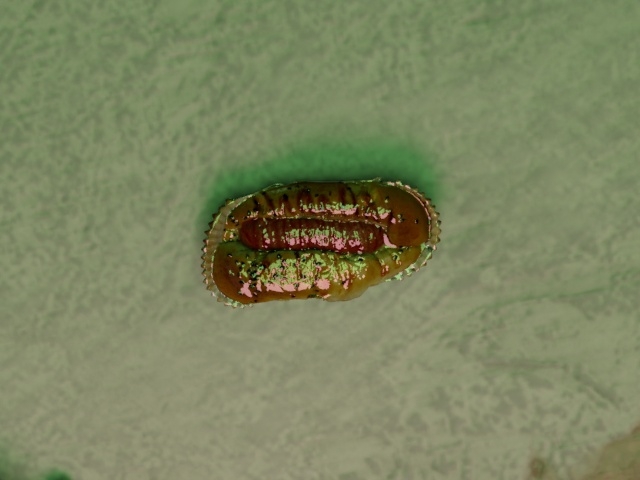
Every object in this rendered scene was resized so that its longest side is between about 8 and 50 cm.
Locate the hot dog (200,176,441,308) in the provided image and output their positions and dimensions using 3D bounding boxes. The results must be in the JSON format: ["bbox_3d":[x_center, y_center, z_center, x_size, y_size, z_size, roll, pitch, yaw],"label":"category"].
[{"bbox_3d":[0.000,0.000,1.537,0.192,0.053,0.099,-7,109,2],"label":"hot dog"}]
